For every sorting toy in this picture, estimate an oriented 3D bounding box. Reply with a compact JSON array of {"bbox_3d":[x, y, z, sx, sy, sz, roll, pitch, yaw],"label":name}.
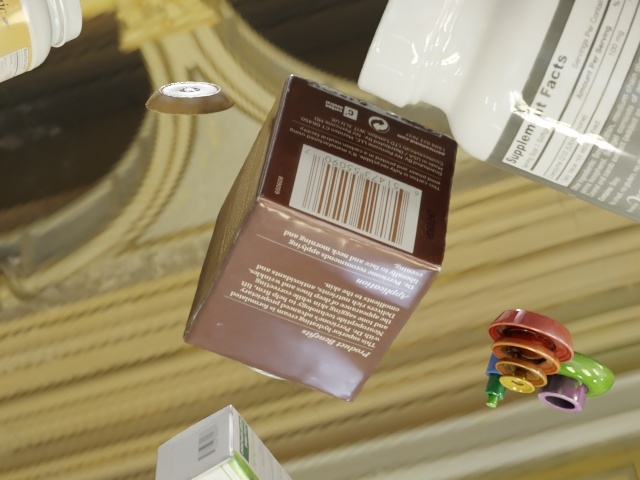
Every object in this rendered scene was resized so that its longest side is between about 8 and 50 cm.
[{"bbox_3d":[0.120,0.076,0.850,0.061,0.102,0.042,4,-116,38],"label":"sorting toy"}]

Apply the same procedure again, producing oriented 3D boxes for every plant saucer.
[{"bbox_3d":[-0.122,-0.134,1.425,0.083,0.015,0.083,0,-160,0],"label":"plant saucer"}]

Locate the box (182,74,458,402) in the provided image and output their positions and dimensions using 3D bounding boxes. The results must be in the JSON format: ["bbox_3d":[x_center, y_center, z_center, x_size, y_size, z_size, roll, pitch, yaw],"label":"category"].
[{"bbox_3d":[0.000,0.000,1.341,0.168,0.203,0.167,21,-136,-10],"label":"box"}]

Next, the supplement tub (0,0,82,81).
[{"bbox_3d":[-0.328,-0.199,1.349,0.199,0.144,0.144,-28,-134,-23],"label":"supplement tub"}]

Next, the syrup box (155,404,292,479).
[{"bbox_3d":[-0.059,0.288,1.497,0.096,0.237,0.093,-31,-156,13],"label":"syrup box"}]

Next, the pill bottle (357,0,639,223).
[{"bbox_3d":[0.230,-0.137,1.226,0.363,0.210,0.210,22,-121,1],"label":"pill bottle"}]
